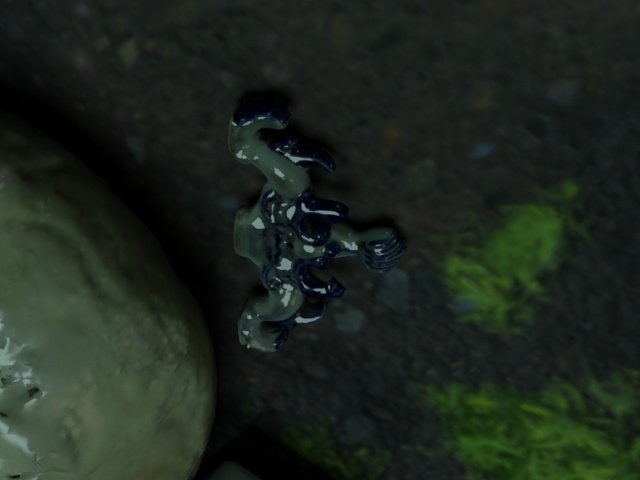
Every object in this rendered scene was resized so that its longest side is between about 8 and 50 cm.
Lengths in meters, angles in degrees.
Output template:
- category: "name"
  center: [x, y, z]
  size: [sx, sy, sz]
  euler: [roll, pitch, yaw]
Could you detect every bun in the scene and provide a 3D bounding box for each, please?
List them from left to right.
- category: "bun"
  center: [-0.189, 0.072, 0.555]
  size: [0.287, 0.146, 0.287]
  euler: [11, 133, 12]

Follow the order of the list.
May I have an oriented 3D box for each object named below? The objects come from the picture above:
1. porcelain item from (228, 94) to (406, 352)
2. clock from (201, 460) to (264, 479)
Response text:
- category: "porcelain item"
  center: [0.000, 0.000, 0.513]
  size: [0.075, 0.021, 0.136]
  euler: [7, 131, 8]
- category: "clock"
  center: [-0.032, 0.246, 0.675]
  size: [0.231, 0.116, 0.262]
  euler: [39, 129, -8]
